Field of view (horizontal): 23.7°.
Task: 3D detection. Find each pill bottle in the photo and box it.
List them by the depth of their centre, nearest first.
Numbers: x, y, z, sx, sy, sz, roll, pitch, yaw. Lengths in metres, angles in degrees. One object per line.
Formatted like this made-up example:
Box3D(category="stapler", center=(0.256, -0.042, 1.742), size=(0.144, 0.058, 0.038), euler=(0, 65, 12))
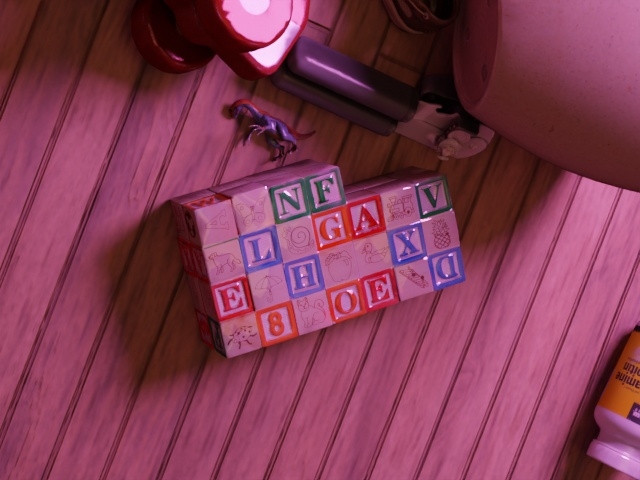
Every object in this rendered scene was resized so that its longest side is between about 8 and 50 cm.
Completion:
Box3D(category="pill bottle", center=(0.403, 0.199, 1.890), size=(0.103, 0.103, 0.184), euler=(27, 88, -25))

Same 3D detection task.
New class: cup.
Box3D(category="cup", center=(0.279, -0.216, 1.663), size=(0.237, 0.331, 0.331), euler=(1, 99, -12))

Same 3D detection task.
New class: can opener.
Box3D(category="can opener", center=(0.075, -0.163, 1.715), size=(0.280, 0.074, 0.093), euler=(18, 58, -26))

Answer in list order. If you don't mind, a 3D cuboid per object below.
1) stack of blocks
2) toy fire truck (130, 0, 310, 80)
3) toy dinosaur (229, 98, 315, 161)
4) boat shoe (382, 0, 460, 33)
Box3D(category="stack of blocks", center=(0.000, 0.000, 1.691), size=(0.297, 0.087, 0.171), euler=(-17, 105, -20))
Box3D(category="toy fire truck", center=(-0.116, -0.326, 1.557), size=(0.302, 0.169, 0.254), euler=(42, 63, -24))
Box3D(category="toy dinosaur", center=(-0.062, -0.127, 1.682), size=(0.082, 0.047, 0.090), euler=(59, 42, -12))
Box3D(category="boat shoe", center=(0.082, -0.345, 1.660), size=(0.095, 0.095, 0.257), euler=(-38, 111, -13))
